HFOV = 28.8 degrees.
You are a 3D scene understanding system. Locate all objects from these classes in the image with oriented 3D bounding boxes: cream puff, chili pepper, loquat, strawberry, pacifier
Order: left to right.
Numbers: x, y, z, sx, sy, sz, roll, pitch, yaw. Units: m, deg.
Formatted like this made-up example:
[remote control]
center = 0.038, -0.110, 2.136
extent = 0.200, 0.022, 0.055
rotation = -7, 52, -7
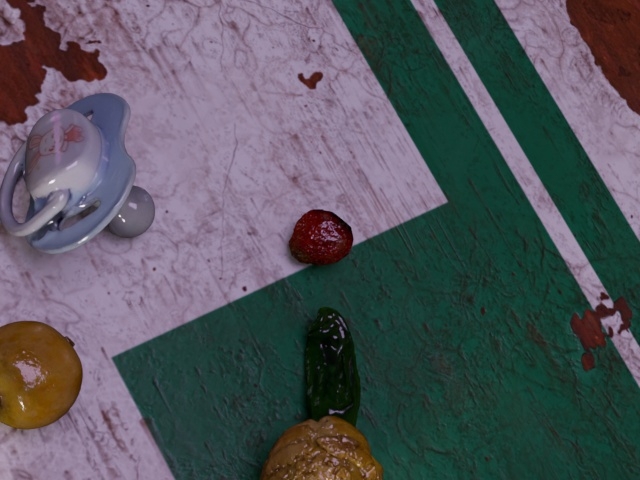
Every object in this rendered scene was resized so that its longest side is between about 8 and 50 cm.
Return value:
[loquat]
center = -0.403, 0.184, 1.703
extent = 0.163, 0.137, 0.163
rotation = 13, 70, -38
[pacifier]
center = -0.340, -0.072, 1.839
extent = 0.226, 0.238, 0.287
rotation = 41, 23, -40
[strawberry]
center = 0.000, -0.001, 2.005
extent = 0.106, 0.106, 0.106
rotation = 10, 65, -22
[cream puff]
center = 0.004, 0.356, 1.806
extent = 0.189, 0.129, 0.189
rotation = -2, 109, -6
[chili pepper]
center = 0.014, 0.230, 1.926
extent = 0.100, 0.074, 0.257
rotation = 9, 60, -19
